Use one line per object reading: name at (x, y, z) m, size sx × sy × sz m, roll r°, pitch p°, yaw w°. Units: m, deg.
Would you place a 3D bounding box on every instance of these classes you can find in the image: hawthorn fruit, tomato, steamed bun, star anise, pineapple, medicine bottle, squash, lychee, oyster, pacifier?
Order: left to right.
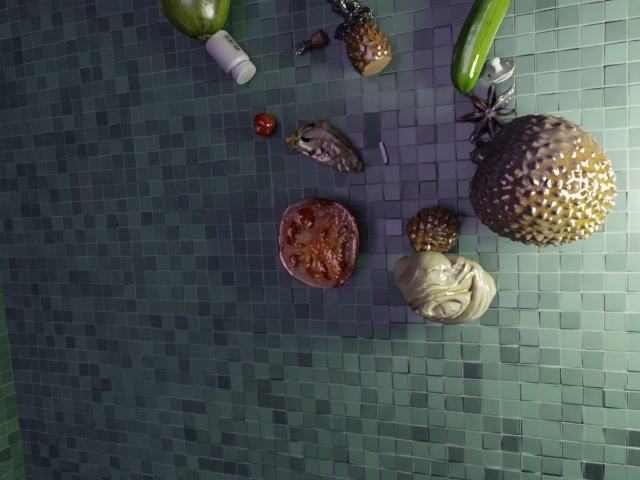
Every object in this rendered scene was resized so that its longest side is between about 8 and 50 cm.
squash at (-0.449, -0.864, 1.821) m, size 0.310 × 0.310 × 0.309 m, roll -23°, pitch 71°, yaw 22°
medicine bottle at (-0.330, -0.675, 1.942) m, size 0.103 × 0.103 × 0.187 m, roll -44°, pitch 81°, yaw 20°
hawthorn fruit at (-0.211, -0.426, 1.935) m, size 0.093 × 0.093 × 0.093 m, roll 3°, pitch 98°, yaw 21°
pineapple at (-0.033, -0.694, 1.862) m, size 0.124 × 0.058 × 0.058 m, roll -21°, pitch 89°, yaw 36°
tomato at (0.010, 0.000, 1.878) m, size 0.338 × 0.143 × 0.338 m, roll 4°, pitch 99°, yaw 25°
oyster at (0.025, -0.328, 1.871) m, size 0.294 × 0.094 × 0.166 m, roll 36°, pitch 126°, yaw 3°
pineapple at (0.117, -0.703, 1.759) m, size 0.170 × 0.141 × 0.310 m, roll -35°, pitch 75°, yaw 46°
pineapple at (0.381, -0.037, 1.730) m, size 0.193 × 0.166 × 0.166 m, roll -26°, pitch 87°, yaw 13°
steamed bun at (0.394, 0.172, 1.689) m, size 0.276 × 0.289 × 0.203 m, roll -23°, pitch 47°, yaw 55°
squash at (0.495, -0.654, 1.630) m, size 0.107 × 0.107 × 0.395 m, roll 25°, pitch 105°, yaw 16°
star anise at (0.528, -0.406, 1.672) m, size 0.180 × 0.061 × 0.204 m, roll 23°, pitch 102°, yaw 24°
pacifier at (0.553, -0.536, 1.635) m, size 0.099 × 0.078 × 0.081 m, roll -28°, pitch 43°, yaw 20°
lychee at (0.629, -0.168, 1.507) m, size 0.432 × 0.380 × 0.380 m, roll 26°, pitch 106°, yaw 3°

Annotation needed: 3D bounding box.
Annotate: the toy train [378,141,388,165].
toy train at (0.222, -0.300, 1.826) m, size 0.017 × 0.017 × 0.083 m, roll -16°, pitch 91°, yaw 15°
